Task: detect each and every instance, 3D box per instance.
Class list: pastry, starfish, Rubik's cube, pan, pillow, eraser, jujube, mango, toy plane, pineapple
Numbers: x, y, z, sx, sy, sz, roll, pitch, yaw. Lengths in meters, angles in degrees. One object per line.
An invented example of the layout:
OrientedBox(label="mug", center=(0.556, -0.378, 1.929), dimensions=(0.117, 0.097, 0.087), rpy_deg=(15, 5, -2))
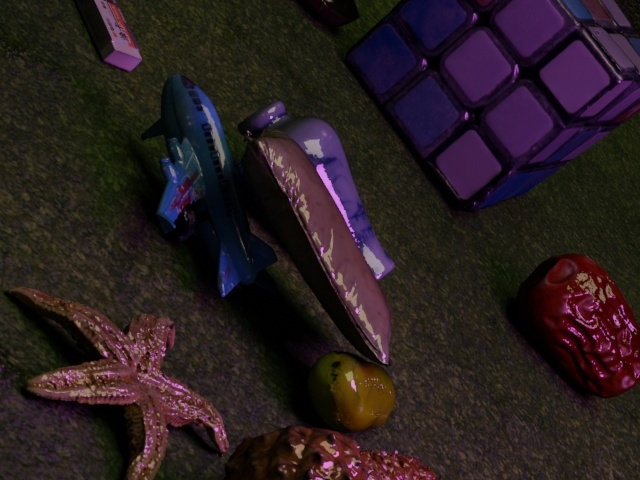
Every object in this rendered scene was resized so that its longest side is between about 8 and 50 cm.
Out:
OrientedBox(label="pastry", center=(0.069, 0.266, 1.673), dimensions=(0.169, 0.063, 0.087), rpy_deg=(11, 43, -50))
OrientedBox(label="starfish", center=(-0.186, 0.140, 1.458), dimensions=(0.277, 0.062, 0.236), rpy_deg=(44, 30, -22))
OrientedBox(label="Rubik's cube", center=(0.314, -0.288, 2.540), dimensions=(0.363, 0.362, 0.358), rpy_deg=(54, 27, 13))
OrientedBox(label="pan", center=(-0.022, -0.419, 2.519), dimensions=(0.202, 0.048, 0.128), rpy_deg=(33, 28, -37))
OrientedBox(label="pillow", center=(0.000, 0.000, 1.750), dimensions=(0.302, 0.075, 0.185), rpy_deg=(60, 6, -6))
OrientedBox(label="eraser", center=(-0.266, -0.269, 1.915), dimensions=(0.052, 0.029, 0.122), rpy_deg=(15, 41, -51))
OrientedBox(label="jujube", center=(0.400, 0.132, 2.338), dimensions=(0.230, 0.155, 0.155), rpy_deg=(55, 24, -8))
OrientedBox(label="mango", center=(0.035, 0.176, 1.738), dimensions=(0.165, 0.074, 0.091), rpy_deg=(45, 53, -61))
OrientedBox(label="toy plane", center=(-0.129, -0.061, 1.752), dimensions=(0.254, 0.105, 0.271), rpy_deg=(0, 60, -60))
OrientedBox(label="pineapple", center=(0.000, 0.351, 1.368), dimensions=(0.165, 0.165, 0.365), rpy_deg=(24, 43, -44))

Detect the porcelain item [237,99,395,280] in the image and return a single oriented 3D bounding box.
OrientedBox(label="porcelain item", center=(-0.009, -0.054, 1.929), dimensions=(0.259, 0.141, 0.141), rpy_deg=(56, 24, -4))
